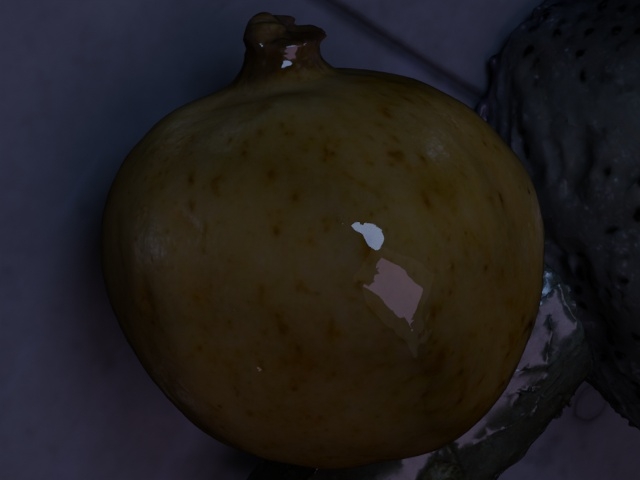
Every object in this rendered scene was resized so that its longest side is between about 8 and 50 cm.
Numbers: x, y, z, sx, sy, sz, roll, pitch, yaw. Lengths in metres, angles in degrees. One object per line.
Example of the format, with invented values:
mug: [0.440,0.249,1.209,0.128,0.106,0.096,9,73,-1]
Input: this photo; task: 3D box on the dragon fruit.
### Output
dragon fruit: [0.227,-0.041,0.785,0.283,0.204,0.221,-48,128,-6]

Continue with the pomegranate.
pomegranate: [0.000,0.000,0.674,0.196,0.196,0.196,-14,118,-27]

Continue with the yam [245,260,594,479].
yam: [0.049,0.086,0.794,0.183,0.107,0.107,-45,128,-4]
